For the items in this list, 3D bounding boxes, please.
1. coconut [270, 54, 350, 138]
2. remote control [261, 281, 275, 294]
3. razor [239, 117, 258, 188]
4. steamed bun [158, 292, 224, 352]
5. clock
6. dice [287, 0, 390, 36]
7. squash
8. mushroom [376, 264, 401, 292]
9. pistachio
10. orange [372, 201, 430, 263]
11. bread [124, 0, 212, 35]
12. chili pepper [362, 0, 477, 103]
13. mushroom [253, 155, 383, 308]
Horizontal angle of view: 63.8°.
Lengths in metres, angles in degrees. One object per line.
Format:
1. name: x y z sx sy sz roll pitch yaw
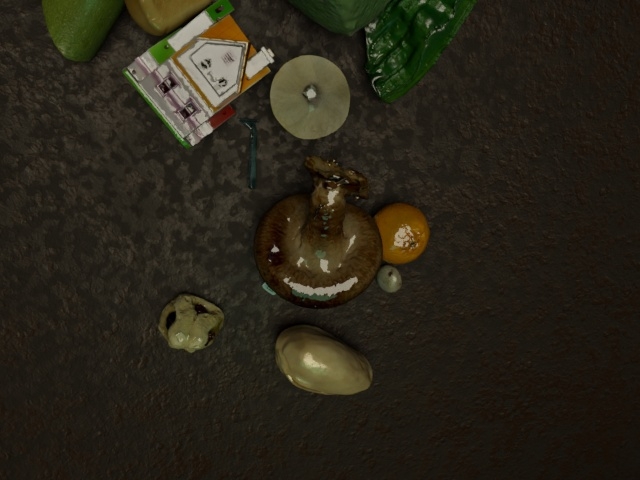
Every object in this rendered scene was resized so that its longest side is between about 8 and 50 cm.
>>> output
1. coconut: -0.027 -0.355 1.288 0.202 0.222 0.202 -1 102 -5
2. remote control: -0.116 0.101 1.495 0.053 0.018 0.124 40 95 -17
3. razor: -0.184 -0.233 1.393 0.066 0.033 0.189 12 110 33
4. steamed bun: -0.359 0.242 1.418 0.172 0.155 0.140 24 100 -14
5. clock: -0.274 -0.413 1.264 0.310 0.166 0.235 -35 107 8
6. dice: 0.032 -0.685 1.130 0.330 0.318 0.322 37 94 7
7. squash: -0.547 -0.569 1.170 0.189 0.189 0.260 40 121 -16
8. mushroom: 0.212 0.109 1.532 0.079 0.085 0.085 -24 111 -39
9. pistachio: 0.003 0.350 1.503 0.299 0.187 0.187 24 99 -21
10. orange: 0.222 -0.019 1.456 0.178 0.155 0.177 0 91 -6
11. bread: -0.348 -0.569 1.169 0.217 0.098 0.147 -47 145 -32
12. chili pepper: 0.251 -0.546 1.320 0.168 0.213 0.385 2 134 -53
13. mushroom: 0.016 0.008 1.333 0.331 0.356 0.333 22 72 -22
